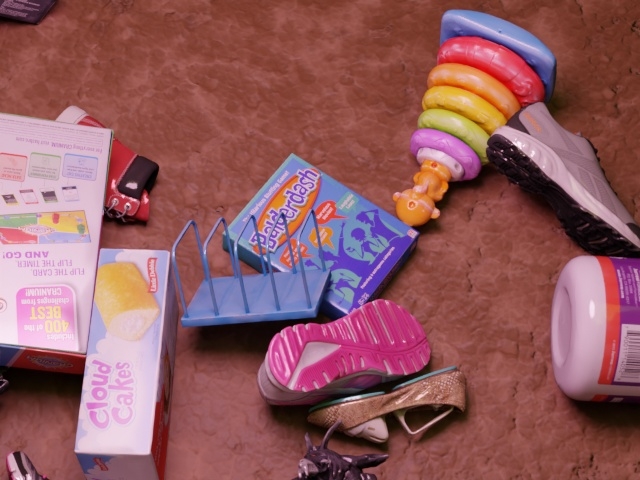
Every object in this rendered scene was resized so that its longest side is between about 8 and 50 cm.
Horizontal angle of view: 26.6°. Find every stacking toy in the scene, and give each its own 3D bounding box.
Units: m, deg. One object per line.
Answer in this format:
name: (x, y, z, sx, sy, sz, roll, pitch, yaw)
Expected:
stacking toy: (0.187, -0.144, 1.842, 0.175, 0.166, 0.302, 25, 73, 13)

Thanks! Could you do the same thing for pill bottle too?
pill bottle: (0.459, 0.116, 1.683, 0.322, 0.181, 0.182, 3, 60, -3)

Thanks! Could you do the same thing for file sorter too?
file sorter: (-0.086, 0.030, 1.670, 0.170, 0.105, 0.118, -5, 23, 13)

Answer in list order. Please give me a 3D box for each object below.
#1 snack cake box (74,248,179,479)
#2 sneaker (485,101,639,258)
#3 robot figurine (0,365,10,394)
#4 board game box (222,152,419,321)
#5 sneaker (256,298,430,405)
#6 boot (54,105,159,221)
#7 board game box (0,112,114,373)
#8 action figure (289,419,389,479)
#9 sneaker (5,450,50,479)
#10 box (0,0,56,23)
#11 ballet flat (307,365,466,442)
snack cake box: (-0.227, 0.160, 1.624, 0.089, 0.152, 0.264, 2, 60, -1)
sneaker: (0.348, -0.074, 1.787, 0.271, 0.100, 0.108, 44, 69, -9)
robot figurine: (-0.503, 0.180, 1.632, 0.211, 0.085, 0.291, 31, 64, 13)
board game box: (0.000, 0.000, 1.791, 0.210, 0.047, 0.160, 32, 64, 14)
sneaker: (0.022, 0.144, 1.682, 0.252, 0.111, 0.103, -5, 70, -34)
boot: (-0.328, -0.042, 1.776, 0.176, 0.088, 0.244, 36, 68, 5)
board game box: (-0.390, -0.006, 1.656, 0.242, 0.064, 0.317, 8, 62, -11)
action figure: (0.011, 0.334, 1.545, 0.164, 0.141, 0.276, -20, 64, 16)
sneaker: (-0.303, 0.308, 1.588, 0.074, 0.063, 0.170, -35, 72, -23)
box: (-0.578, -0.474, 1.871, 0.395, 0.097, 0.318, 7, 50, -47)
ballet flat: (0.088, 0.212, 1.668, 0.206, 0.073, 0.067, -15, 77, -8)
